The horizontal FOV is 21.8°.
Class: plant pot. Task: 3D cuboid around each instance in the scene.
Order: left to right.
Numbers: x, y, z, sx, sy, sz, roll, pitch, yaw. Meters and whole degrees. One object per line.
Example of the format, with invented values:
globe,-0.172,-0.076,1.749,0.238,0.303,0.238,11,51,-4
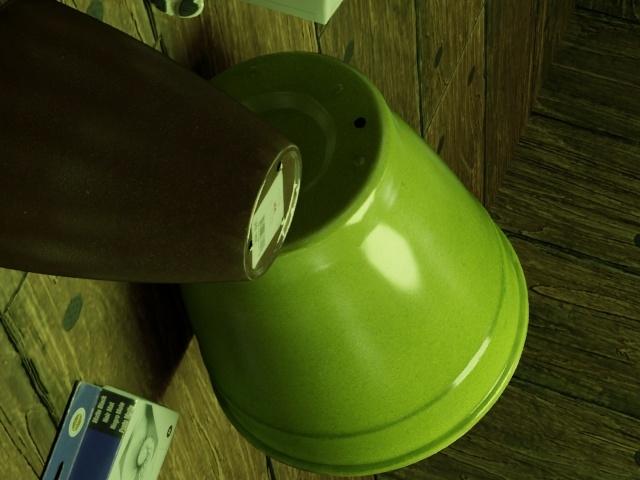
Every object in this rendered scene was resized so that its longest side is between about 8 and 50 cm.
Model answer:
plant pot,-0.140,-0.053,1.265,0.215,0.230,0.215,18,90,-75
plant pot,0.000,0.000,1.694,0.366,0.366,0.353,-66,152,-24

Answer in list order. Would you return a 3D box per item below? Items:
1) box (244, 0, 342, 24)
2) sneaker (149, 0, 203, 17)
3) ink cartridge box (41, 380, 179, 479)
box,-0.033,-0.308,1.551,0.170,0.130,0.091,93,21,-45
sneaker,-0.122,-0.274,1.440,0.170,0.068,0.071,104,-3,-48
ink cartridge box,-0.225,0.260,1.679,0.224,0.045,0.223,39,70,-74
